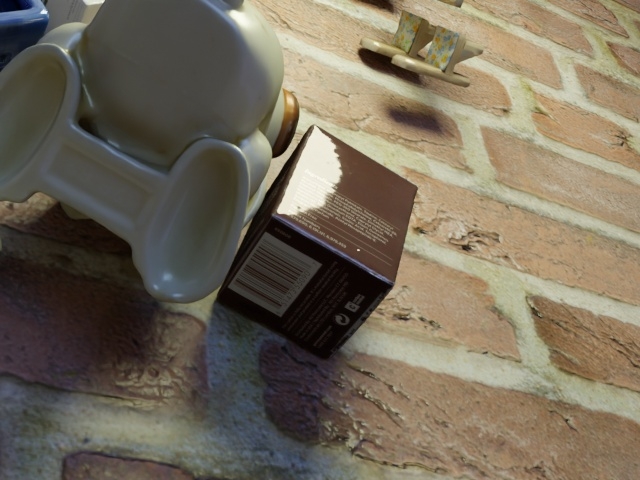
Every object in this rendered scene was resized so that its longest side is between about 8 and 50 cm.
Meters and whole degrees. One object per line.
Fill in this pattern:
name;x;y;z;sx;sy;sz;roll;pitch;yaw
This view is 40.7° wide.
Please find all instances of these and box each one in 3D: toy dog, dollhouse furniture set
toy dog;-0.166;-0.157;0.989;0.284;0.395;0.408;20;8;1
dollhouse furniture set;0.138;-0.523;1.560;0.256;0.362;0.394;11;19;-29

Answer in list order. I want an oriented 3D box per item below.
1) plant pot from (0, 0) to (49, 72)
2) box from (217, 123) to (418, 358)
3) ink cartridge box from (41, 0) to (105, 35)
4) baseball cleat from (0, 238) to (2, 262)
plant pot;-0.476;-0.231;0.938;0.236;0.212;0.236;-23;67;-47
box;0.000;0.000;1.090;0.167;0.168;0.203;30;41;-8
ink cartridge box;-0.371;-0.352;1.212;0.180;0.104;0.060;48;42;13
baseball cleat;-0.423;0.011;0.856;0.206;0.072;0.109;6;55;-26
